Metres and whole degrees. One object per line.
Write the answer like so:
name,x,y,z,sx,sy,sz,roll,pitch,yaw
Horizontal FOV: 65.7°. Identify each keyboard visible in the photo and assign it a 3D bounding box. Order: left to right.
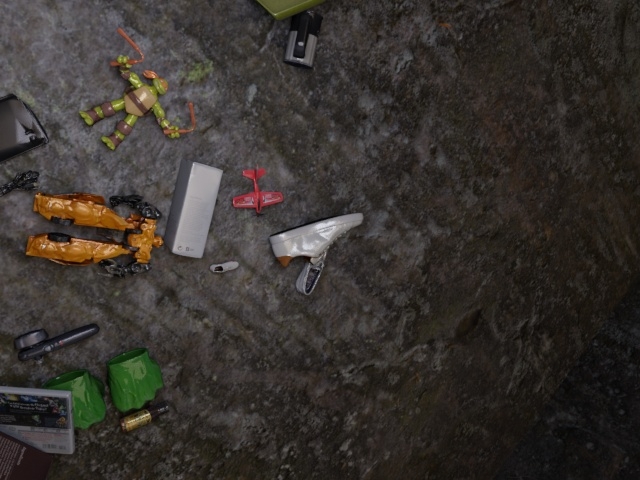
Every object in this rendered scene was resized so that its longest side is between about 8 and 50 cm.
keyboard,-0.742,-0.163,1.056,0.317,0.033,0.201,-30,109,-18

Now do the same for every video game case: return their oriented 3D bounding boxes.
video game case,-0.692,0.431,1.188,0.191,0.022,0.173,5,109,-3

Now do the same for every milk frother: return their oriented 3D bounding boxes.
milk frother,-0.080,-0.538,1.300,0.129,0.143,0.134,-20,124,-73

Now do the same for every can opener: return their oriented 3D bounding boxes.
can opener,-0.635,0.244,1.204,0.186,0.059,0.073,-14,109,-25

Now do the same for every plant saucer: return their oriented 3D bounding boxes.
plant saucer,-0.088,-0.623,1.240,0.188,0.188,0.045,-31,154,-19

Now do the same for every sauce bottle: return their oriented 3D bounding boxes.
sauce bottle,-0.483,0.483,1.363,0.128,0.042,0.042,-19,111,-25

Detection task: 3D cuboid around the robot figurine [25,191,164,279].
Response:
robot figurine,-0.525,-0.021,1.182,0.291,0.085,0.210,10,98,-30

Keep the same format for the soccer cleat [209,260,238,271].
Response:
soccer cleat,-0.266,0.075,1.380,0.084,0.036,0.029,-6,105,-28

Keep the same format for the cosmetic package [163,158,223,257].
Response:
cosmetic package,-0.326,-0.084,1.259,0.086,0.117,0.230,12,98,-32

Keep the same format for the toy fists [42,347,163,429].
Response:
toy fists,-0.551,0.384,1.270,0.280,0.096,0.142,-17,102,-22

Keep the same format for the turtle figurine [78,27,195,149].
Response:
turtle figurine,-0.440,-0.326,1.149,0.217,0.087,0.269,-38,127,-7

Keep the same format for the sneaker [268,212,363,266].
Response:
sneaker,0.000,0.000,1.463,0.291,0.106,0.122,-18,95,-13

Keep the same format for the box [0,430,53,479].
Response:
box,-0.827,0.497,1.086,0.191,0.143,0.381,-37,122,12

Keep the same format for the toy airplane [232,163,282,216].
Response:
toy airplane,-0.180,-0.138,1.377,0.151,0.028,0.151,-8,106,-29

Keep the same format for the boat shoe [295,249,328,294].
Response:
boat shoe,-0.018,0.079,1.503,0.066,0.063,0.184,31,86,-31
